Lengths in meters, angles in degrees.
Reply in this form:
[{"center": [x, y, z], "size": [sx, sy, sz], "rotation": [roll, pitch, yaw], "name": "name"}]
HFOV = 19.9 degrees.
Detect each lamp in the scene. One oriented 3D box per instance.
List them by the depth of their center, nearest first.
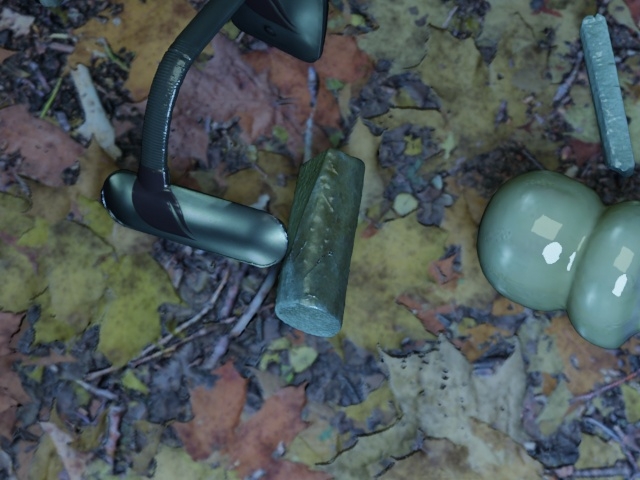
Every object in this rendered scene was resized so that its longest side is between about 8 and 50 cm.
[{"center": [-0.067, -0.126, 1.720], "size": [0.203, 0.124, 0.283], "rotation": [25, 71, 18], "name": "lamp"}]

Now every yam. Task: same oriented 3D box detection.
[{"center": [0.000, 0.000, 1.702], "size": [0.068, 0.068, 0.169], "rotation": [6, 68, 5], "name": "yam"}]

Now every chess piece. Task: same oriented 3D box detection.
[{"center": [0.293, 0.043, 1.623], "size": [0.330, 0.182, 0.182], "rotation": [24, 71, 18], "name": "chess piece"}]

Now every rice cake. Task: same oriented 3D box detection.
[{"center": [0.276, -0.139, 1.764], "size": [0.029, 0.033, 0.171], "rotation": [-7, 67, -4], "name": "rice cake"}]

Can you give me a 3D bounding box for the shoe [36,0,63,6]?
[{"center": [-0.321, -0.293, 1.842], "size": [0.099, 0.071, 0.169], "rotation": [-24, 65, -4], "name": "shoe"}]
